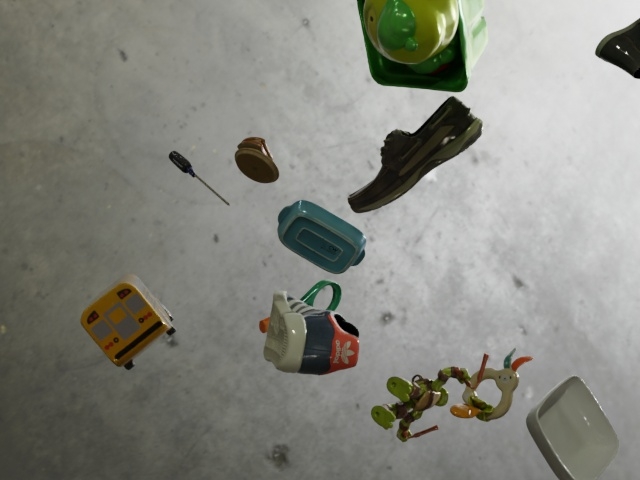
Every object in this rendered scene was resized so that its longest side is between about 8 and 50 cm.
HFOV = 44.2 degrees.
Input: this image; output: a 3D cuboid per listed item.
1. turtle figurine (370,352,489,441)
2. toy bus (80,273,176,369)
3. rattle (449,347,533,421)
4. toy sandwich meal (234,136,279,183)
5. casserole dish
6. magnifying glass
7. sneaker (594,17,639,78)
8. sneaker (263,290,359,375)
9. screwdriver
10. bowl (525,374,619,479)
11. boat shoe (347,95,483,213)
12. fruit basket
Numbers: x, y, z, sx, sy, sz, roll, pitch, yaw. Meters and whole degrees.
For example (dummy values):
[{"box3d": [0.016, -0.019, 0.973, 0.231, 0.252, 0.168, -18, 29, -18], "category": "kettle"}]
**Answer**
[{"box3d": [0.208, 0.310, 1.601, 0.217, 0.269, 0.087, 10, 37, -50], "category": "turtle figurine"}, {"box3d": [-0.340, 0.138, 1.404, 0.108, 0.333, 0.130, -40, 98, -9], "category": "toy bus"}, {"box3d": [0.405, 0.336, 1.886, 0.143, 0.199, 0.130, 27, 24, -32], "category": "rattle"}, {"box3d": [-0.097, -0.124, 1.222, 0.085, 0.085, 0.029, 39, 58, -18], "category": "toy sandwich meal"}, {"box3d": [0.000, 0.000, 1.525, 0.188, 0.114, 0.037, 30, 33, -10], "category": "casserole dish"}, {"box3d": [-0.039, 0.148, 1.700, 0.231, 0.026, 0.092, -19, 123, -40], "category": "magnifying glass"}, {"box3d": [0.743, -0.439, 1.799, 0.222, 0.083, 0.118, -29, 61, -20], "category": "sneaker"}, {"box3d": [-0.015, 0.172, 1.411, 0.148, 0.350, 0.131, 8, 95, -10], "category": "sneaker"}, {"box3d": [-0.209, -0.102, 1.346, 0.170, 0.025, 0.024, 46, -1, 31], "category": "screwdriver"}, {"box3d": [0.379, 0.296, 1.209, 0.142, 0.053, 0.142, -27, 84, -40], "category": "bowl"}, {"box3d": [0.198, -0.199, 1.798, 0.130, 0.355, 0.132, 53, 6, -8], "category": "boat shoe"}, {"box3d": [0.167, -0.450, 1.516, 0.392, 0.283, 0.392, -19, 116, -46], "category": "fruit basket"}]
